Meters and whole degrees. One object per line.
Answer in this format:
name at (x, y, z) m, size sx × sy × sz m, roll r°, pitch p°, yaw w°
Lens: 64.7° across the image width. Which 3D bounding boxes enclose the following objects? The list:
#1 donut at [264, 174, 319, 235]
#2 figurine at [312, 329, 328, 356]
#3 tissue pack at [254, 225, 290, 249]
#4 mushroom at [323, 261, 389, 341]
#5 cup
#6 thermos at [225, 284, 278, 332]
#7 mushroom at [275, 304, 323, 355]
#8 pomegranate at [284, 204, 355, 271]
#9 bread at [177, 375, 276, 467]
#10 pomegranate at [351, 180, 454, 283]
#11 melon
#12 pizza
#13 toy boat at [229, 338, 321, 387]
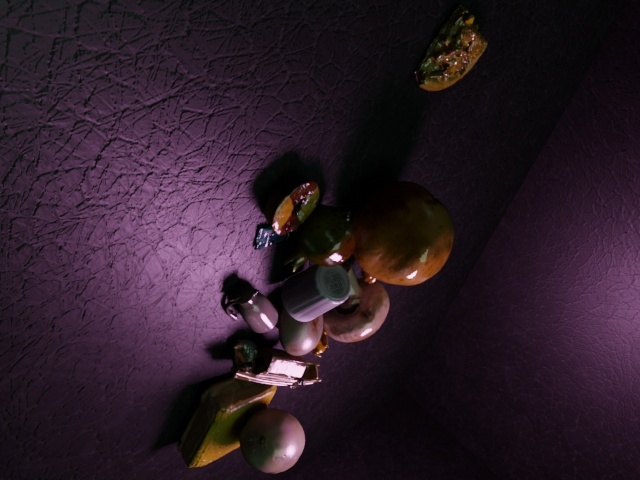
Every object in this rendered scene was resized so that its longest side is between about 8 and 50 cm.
donut at (-0.086, -0.105, 1.445) m, size 0.184 × 0.073 × 0.166 m, roll -50°, pitch 151°, yaw -3°
figurine at (-0.009, 0.392, 2.147) m, size 0.176 × 0.121 × 0.122 m, roll -51°, pitch 127°, yaw -28°
tissue pack at (-0.137, -0.016, 1.527) m, size 0.138 × 0.027 × 0.085 m, roll -24°, pitch 142°, yaw -45°
mushroom at (0.108, 0.232, 1.947) m, size 0.292 × 0.292 × 0.290 m, roll -42°, pitch 126°, yaw -16°
cup at (-0.020, 0.142, 1.697) m, size 0.166 × 0.221 × 0.202 m, roll -9°, pitch 164°, yaw -40°
thermos at (-0.228, 0.216, 1.607) m, size 0.137 × 0.105 × 0.193 m, roll -18°, pitch 146°, yaw 5°
mushroom at (-0.086, 0.305, 1.848) m, size 0.226 × 0.177 × 0.227 m, roll 7°, pitch 90°, yaw -74°
pomegranate at (-0.005, 0.001, 1.564) m, size 0.245 × 0.198 × 0.198 m, roll -36°, pitch 149°, yaw -18°
bread at (-0.345, 0.654, 1.897) m, size 0.323 × 0.143 × 0.333 m, roll -2°, pitch 125°, yaw -56°
pomegranate at (0.269, 0.000, 1.790) m, size 0.410 × 0.410 × 0.410 m, roll -35°, pitch 148°, yaw -26°
melon at (-0.177, 0.740, 1.871) m, size 0.223 × 0.223 × 0.317 m, roll -47°, pitch 155°, yaw -6°
pizza at (0.430, -0.577, 1.630) m, size 0.258 × 0.087 × 0.268 m, roll -56°, pitch 154°, yaw 16°
toy boat at (-0.153, 0.456, 1.855) m, size 0.162 × 0.136 × 0.445 m, roll -28°, pitch 145°, yaw 27°
